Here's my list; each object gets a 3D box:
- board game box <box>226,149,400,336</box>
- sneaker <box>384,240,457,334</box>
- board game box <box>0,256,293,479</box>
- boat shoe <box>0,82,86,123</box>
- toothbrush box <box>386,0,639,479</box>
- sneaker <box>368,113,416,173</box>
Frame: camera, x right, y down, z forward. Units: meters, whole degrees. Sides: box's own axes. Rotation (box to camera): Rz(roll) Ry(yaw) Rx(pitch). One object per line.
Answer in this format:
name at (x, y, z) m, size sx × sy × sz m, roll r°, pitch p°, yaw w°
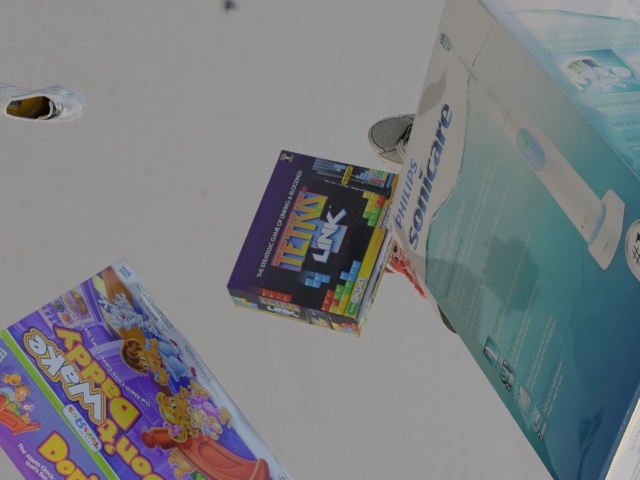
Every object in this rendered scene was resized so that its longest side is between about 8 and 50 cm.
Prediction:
board game box at (0.000, 0.000, 1.539) m, size 0.048 × 0.141 × 0.170 m, roll 74°, pitch 32°, yaw -60°
sneaker at (0.130, 0.027, 1.897) m, size 0.090 × 0.145 × 0.270 m, roll 19°, pitch 49°, yaw -34°
board game box at (-0.158, 0.205, 1.413) m, size 0.347 × 0.078 × 0.233 m, roll 53°, pitch 27°, yaw -1°
boat shoe at (-0.240, -0.116, 1.311) m, size 0.100 × 0.035 × 0.035 m, roll 5°, pitch 113°, yaw -48°
toothbrush box at (0.172, -0.010, 0.952) m, size 0.295 × 0.126 × 0.216 m, roll -123°, pitch -145°, yaw -44°
sneaker at (0.145, -0.130, 1.822) m, size 0.093 × 0.225 × 0.088 m, roll 42°, pitch 65°, yaw -41°
